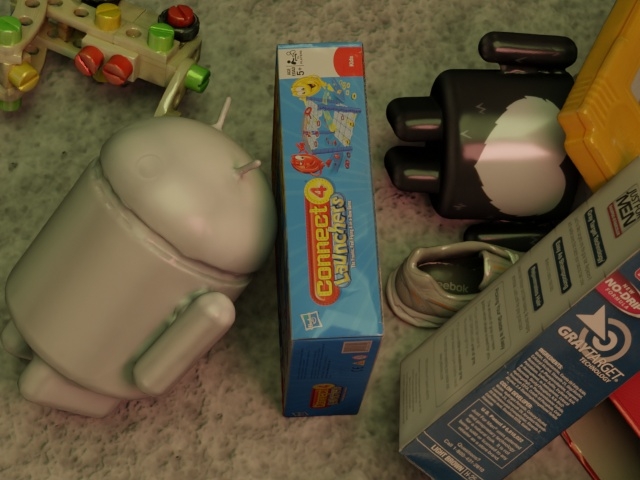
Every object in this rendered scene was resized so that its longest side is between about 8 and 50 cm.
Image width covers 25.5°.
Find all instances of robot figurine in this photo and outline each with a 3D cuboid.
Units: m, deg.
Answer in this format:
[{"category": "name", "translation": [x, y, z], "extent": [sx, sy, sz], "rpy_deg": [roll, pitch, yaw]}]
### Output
[{"category": "robot figurine", "translation": [-0.180, 0.019, 1.431], "extent": [0.353, 0.200, 0.300], "rpy_deg": [-50, 48, 19]}, {"category": "robot figurine", "translation": [0.214, -0.106, 1.579], "extent": [0.278, 0.209, 0.173], "rpy_deg": [1, 57, -5]}]

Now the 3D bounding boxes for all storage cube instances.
[{"category": "storage cube", "translation": [0.393, 0.196, 1.478], "extent": [0.193, 0.183, 0.215], "rpy_deg": [-32, 74, -16]}]

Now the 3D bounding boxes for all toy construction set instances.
[{"category": "toy construction set", "translation": [-0.254, -0.191, 1.588], "extent": [0.328, 0.151, 0.215], "rpy_deg": [33, 46, 0]}]

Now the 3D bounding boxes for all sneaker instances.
[{"category": "sneaker", "translation": [0.208, 0.050, 1.551], "extent": [0.262, 0.121, 0.099], "rpy_deg": [-1, 70, -5]}]

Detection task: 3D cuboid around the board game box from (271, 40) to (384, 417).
[{"category": "board game box", "translation": [0.000, 0.000, 1.454], "extent": [0.086, 0.308, 0.302], "rpy_deg": [-2, 69, -4]}]

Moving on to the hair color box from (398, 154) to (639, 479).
[{"category": "hair color box", "translation": [0.233, 0.091, 1.409], "extent": [0.105, 0.174, 0.347], "rpy_deg": [40, 113, -16]}]

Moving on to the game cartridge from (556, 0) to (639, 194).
[{"category": "game cartridge", "translation": [0.391, -0.131, 1.549], "extent": [0.285, 0.053, 0.323], "rpy_deg": [51, 51, -27]}]
